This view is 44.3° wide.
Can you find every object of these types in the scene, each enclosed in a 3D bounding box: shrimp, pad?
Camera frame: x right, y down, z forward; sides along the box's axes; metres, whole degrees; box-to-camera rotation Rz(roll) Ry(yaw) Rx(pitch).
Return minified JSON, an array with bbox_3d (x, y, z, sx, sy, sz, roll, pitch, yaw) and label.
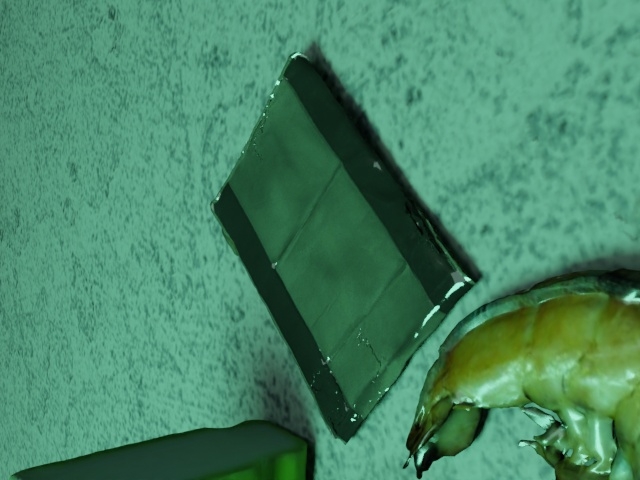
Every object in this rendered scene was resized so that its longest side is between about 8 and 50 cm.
[{"bbox_3d":[0.115,0.156,0.379,0.222,0.054,0.291,7,93,51],"label":"shrimp"},{"bbox_3d":[0.001,0.000,0.555,0.233,0.022,0.174,57,131,33],"label":"pad"}]

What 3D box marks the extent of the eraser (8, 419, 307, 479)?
[{"bbox_3d":[-0.112,0.284,0.556,0.092,0.210,0.274,12,103,50],"label":"eraser"}]
